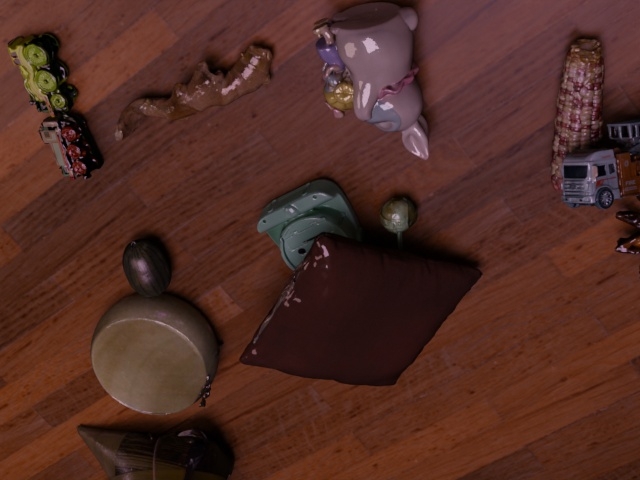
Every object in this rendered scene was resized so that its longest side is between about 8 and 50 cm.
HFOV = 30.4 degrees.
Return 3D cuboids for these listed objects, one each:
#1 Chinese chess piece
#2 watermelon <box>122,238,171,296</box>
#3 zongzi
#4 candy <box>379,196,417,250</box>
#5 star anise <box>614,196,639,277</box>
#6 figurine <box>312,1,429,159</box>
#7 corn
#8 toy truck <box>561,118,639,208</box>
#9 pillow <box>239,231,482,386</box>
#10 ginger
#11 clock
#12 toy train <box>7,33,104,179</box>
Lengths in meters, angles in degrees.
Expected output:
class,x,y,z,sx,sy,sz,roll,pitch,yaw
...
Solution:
class,x,y,z,sx,sy,sz,roll,pitch,yaw
Chinese chess piece,-0.290,0.202,2.086,0.237,0.092,0.238,5,119,9
watermelon,-0.296,0.044,2.004,0.078,0.078,0.111,-8,117,16
zongzi,-0.341,0.490,2.166,0.317,0.289,0.154,4,149,17
candy,0.133,0.016,1.924,0.061,0.061,0.203,1,128,11
star anise,0.564,-0.024,1.791,0.233,0.073,0.177,-18,100,24
figurine,0.083,-0.223,1.745,0.155,0.127,0.236,-15,120,-2
corn,0.380,-0.178,1.735,0.079,0.079,0.237,3,120,10
toy truck,0.430,-0.110,1.700,0.177,0.080,0.115,-12,99,-27
pillow,0.064,0.127,1.920,0.305,0.108,0.308,13,130,-26
ginger,-0.201,-0.228,1.829,0.288,0.075,0.089,-19,137,16
clock,0.000,0.000,1.927,0.148,0.060,0.189,-28,112,24
toy train,-0.425,-0.211,1.897,0.085,0.053,0.250,-4,120,23
